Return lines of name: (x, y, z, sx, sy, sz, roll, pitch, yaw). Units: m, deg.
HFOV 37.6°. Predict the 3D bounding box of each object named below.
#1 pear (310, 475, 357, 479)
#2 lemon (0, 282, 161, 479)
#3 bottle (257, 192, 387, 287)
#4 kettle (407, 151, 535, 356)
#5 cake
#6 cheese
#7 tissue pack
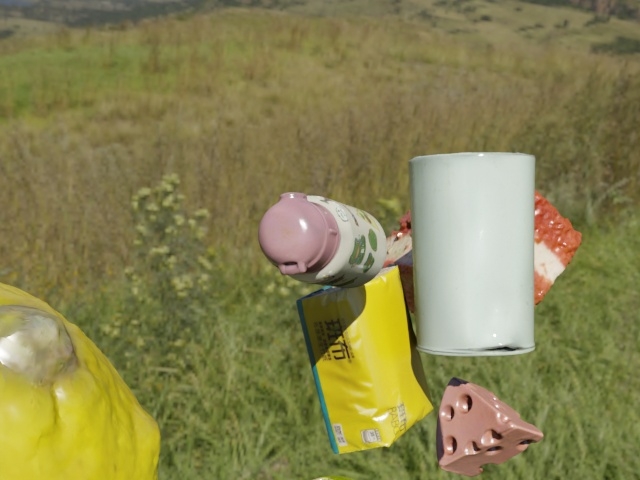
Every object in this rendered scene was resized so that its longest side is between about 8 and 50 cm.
pear: (0.026, 0.450, 1.380, 0.187, 0.220, 0.188, -8, 42, 7)
lemon: (-0.283, 0.186, 0.647, 0.349, 0.387, 0.350, 28, 33, -20)
bottle: (0.000, 0.000, 1.260, 0.120, 0.120, 0.253, 17, 0, 22)
kettle: (0.227, 0.021, 1.543, 0.265, 0.318, 0.205, -2, 1, 42)
cake: (0.313, 0.028, 1.939, 0.270, 0.319, 0.269, 43, -12, -14)
cheese: (0.336, 0.423, 2.006, 0.128, 0.177, 0.203, 23, 9, -41)
tissue pack: (0.080, 0.193, 1.569, 0.134, 0.271, 0.192, -12, 5, 31)
